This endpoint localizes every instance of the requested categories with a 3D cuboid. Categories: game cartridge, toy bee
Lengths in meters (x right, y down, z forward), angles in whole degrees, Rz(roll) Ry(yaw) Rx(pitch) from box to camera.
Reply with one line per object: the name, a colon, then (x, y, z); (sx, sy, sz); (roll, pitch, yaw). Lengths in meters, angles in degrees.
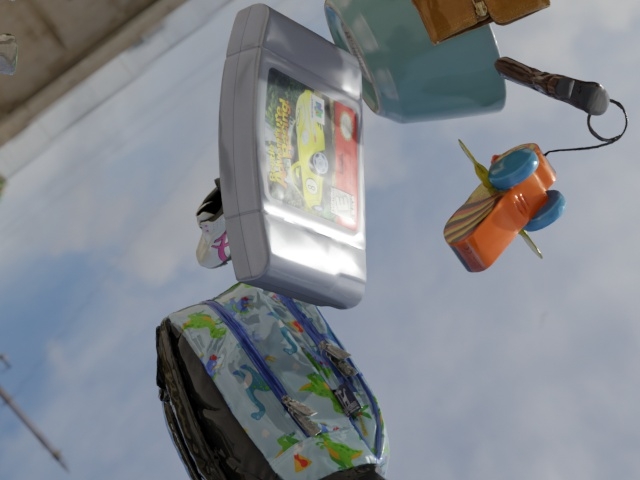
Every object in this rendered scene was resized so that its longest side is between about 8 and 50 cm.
game cartridge: (-0.027, -0.087, 1.380); (0.060, 0.196, 0.294); (-14, -110, 38)
toy bee: (0.269, -0.066, 1.824); (0.298, 0.195, 0.162); (-21, -169, -23)

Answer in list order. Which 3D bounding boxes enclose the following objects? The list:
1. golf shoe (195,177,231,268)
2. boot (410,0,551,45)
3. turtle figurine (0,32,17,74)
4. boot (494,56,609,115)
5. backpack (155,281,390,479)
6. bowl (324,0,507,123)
golf shoe: (-0.144, -0.031, 1.865); (0.186, 0.086, 0.067); (-59, -138, 39)
boot: (0.218, -0.361, 1.497); (0.295, 0.211, 0.104); (-27, -178, 14)
turtle figurine: (-0.494, -0.261, 1.537); (0.266, 0.197, 0.274); (-1, 158, -22)
boot: (0.270, -0.184, 1.572); (0.114, 0.106, 0.037); (26, -84, 51)
backpack: (-0.055, 0.216, 1.527); (0.273, 0.290, 0.355); (-37, -116, -25)
bowl: (0.115, -0.285, 1.852); (0.163, 0.311, 0.311); (-27, -158, -5)
